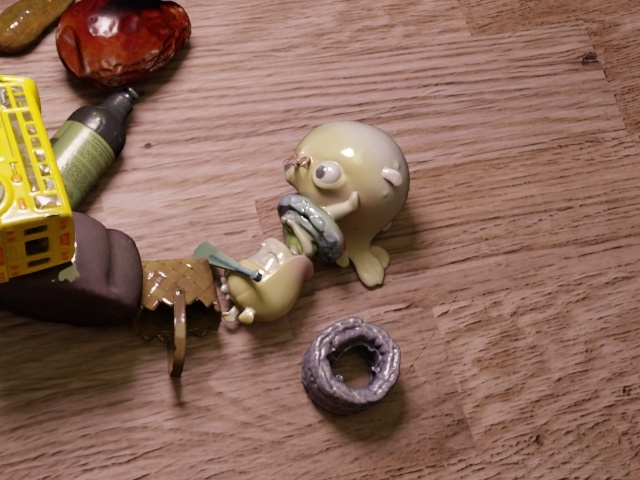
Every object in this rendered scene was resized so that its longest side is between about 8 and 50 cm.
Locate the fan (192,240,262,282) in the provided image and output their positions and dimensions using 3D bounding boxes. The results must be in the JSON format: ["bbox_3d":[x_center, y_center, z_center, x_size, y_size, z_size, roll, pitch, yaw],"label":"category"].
[{"bbox_3d":[-0.146,0.034,1.650,0.016,0.193,0.038,35,80,-36],"label":"fan"}]

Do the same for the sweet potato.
[{"bbox_3d":[-0.475,-0.403,1.797,0.081,0.062,0.233,31,62,1],"label":"sweet potato"}]

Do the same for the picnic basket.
[{"bbox_3d":[-0.219,0.122,1.616,0.137,0.128,0.178,-2,53,-12],"label":"picnic basket"}]

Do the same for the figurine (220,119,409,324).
[{"bbox_3d":[0.000,0.000,1.712,0.394,0.226,0.274,-48,115,-19],"label":"figurine"}]

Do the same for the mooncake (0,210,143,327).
[{"bbox_3d":[-0.381,0.047,1.546,0.244,0.245,0.133,6,68,-12],"label":"mooncake"}]

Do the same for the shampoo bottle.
[{"bbox_3d":[-0.385,-0.141,1.693,0.101,0.101,0.284,33,65,0],"label":"shampoo bottle"}]

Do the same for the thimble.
[{"bbox_3d":[0.046,0.200,1.670,0.150,0.098,0.150,5,69,-13],"label":"thimble"}]

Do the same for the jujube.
[{"bbox_3d":[-0.324,-0.343,1.763,0.236,0.168,0.168,-31,79,-40],"label":"jujube"}]

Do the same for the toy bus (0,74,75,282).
[{"bbox_3d":[-0.438,-0.115,1.436,0.152,0.144,0.330,-14,58,-19],"label":"toy bus"}]
